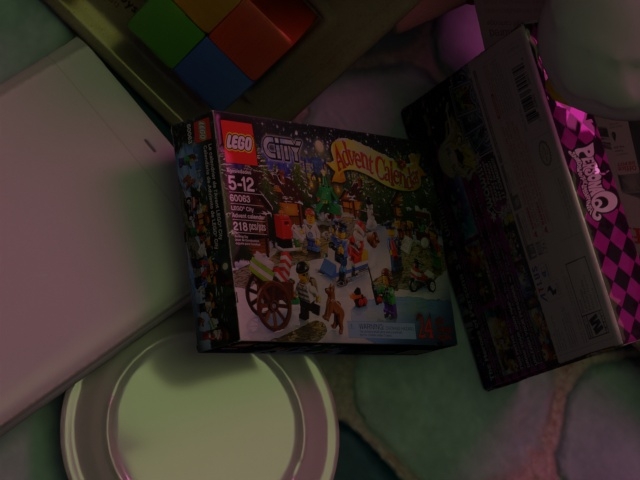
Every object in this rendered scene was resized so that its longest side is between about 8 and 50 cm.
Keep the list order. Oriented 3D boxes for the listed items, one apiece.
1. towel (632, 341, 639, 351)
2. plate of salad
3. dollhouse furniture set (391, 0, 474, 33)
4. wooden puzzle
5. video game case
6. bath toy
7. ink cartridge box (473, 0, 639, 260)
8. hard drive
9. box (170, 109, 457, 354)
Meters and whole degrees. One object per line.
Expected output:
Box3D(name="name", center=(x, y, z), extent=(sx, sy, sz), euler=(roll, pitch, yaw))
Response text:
Box3D(name="towel", center=(0.355, 0.080, 1.456), extent=(0.282, 0.049, 0.187), euler=(47, 59, -6))
Box3D(name="plate of salad", center=(-0.085, 0.136, 1.279), extent=(0.200, 0.048, 0.199), euler=(4, 75, -16))
Box3D(name="dollhouse furniture set", center=(0.054, -0.299, 1.347), extent=(0.135, 0.262, 0.259), euler=(-32, 124, -27))
Box3D(name="wooden puzzle", center=(-0.078, -0.243, 1.226), extent=(0.322, 0.348, 0.080), euler=(45, 37, -6))
Box3D(name="video game case", center=(0.146, -0.019, 1.320), extent=(0.042, 0.210, 0.232), euler=(-13, 82, -24))
Box3D(name="bath toy", center=(0.206, -0.228, 1.197), extent=(0.151, 0.129, 0.348), euler=(16, 46, 1))
Box3D(name="ink cartridge box", center=(0.217, -0.098, 1.350), extent=(0.092, 0.158, 0.218), euler=(-33, 117, -38))
Box3D(name="hard drive", center=(-0.226, 0.015, 1.240), extent=(0.307, 0.040, 0.203), euler=(-36, 80, -25))
Box3D(name="box", center=(0.000, 0.000, 1.295), extent=(0.233, 0.044, 0.159), euler=(4, 75, -48))
